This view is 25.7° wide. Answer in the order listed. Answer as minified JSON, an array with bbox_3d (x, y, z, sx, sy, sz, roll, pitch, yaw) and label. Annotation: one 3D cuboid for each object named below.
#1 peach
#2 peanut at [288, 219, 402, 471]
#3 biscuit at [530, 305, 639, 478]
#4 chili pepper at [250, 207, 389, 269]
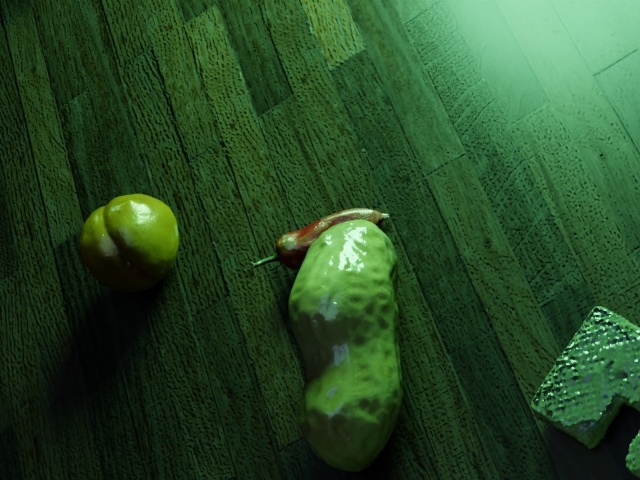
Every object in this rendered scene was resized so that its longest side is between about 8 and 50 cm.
[{"bbox_3d":[-0.261,0.007,1.939,0.138,0.138,0.138,-15,58,25],"label":"peach"},{"bbox_3d":[0.027,0.118,1.684,0.147,0.147,0.319,-11,60,27],"label":"peanut"},{"bbox_3d":[0.354,0.183,1.509,0.250,0.046,0.147,33,84,40],"label":"biscuit"},{"bbox_3d":[0.000,0.000,1.830,0.191,0.050,0.059,-20,52,7],"label":"chili pepper"}]
